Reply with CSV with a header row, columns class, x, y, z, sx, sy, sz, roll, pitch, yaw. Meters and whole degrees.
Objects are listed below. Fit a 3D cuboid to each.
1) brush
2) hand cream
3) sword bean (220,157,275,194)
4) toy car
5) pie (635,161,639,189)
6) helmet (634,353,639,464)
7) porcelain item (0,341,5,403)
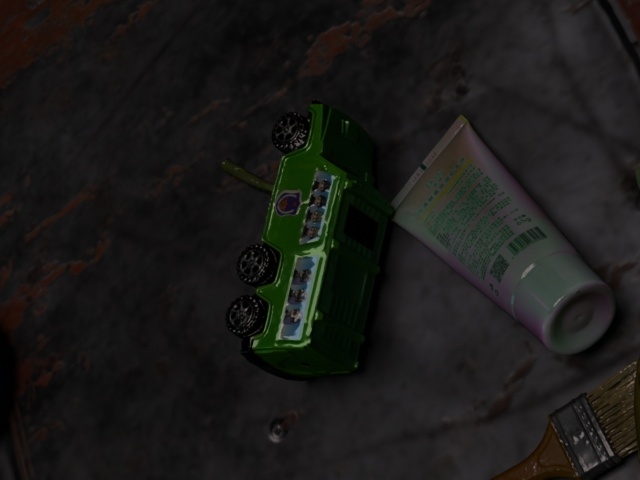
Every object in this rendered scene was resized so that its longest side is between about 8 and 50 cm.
class,x,y,z,sx,sy,sz,roll,pitch,yaw
brush,0.113,0.122,0.824,0.170,0.014,0.043,-37,55,20
hand cream,0.099,-0.003,0.871,0.076,0.047,0.174,-51,41,9
sword bean,-0.035,-0.035,0.999,0.083,0.012,0.012,26,87,38
toy car,0.000,0.000,0.920,0.062,0.071,0.165,2,71,35
pie,0.252,-0.045,0.686,0.240,0.054,0.240,-7,27,4
helmet,0.230,0.083,0.667,0.257,0.140,0.205,35,91,40
porcelain item,-0.300,0.097,1.069,0.147,0.114,0.147,-14,65,32
